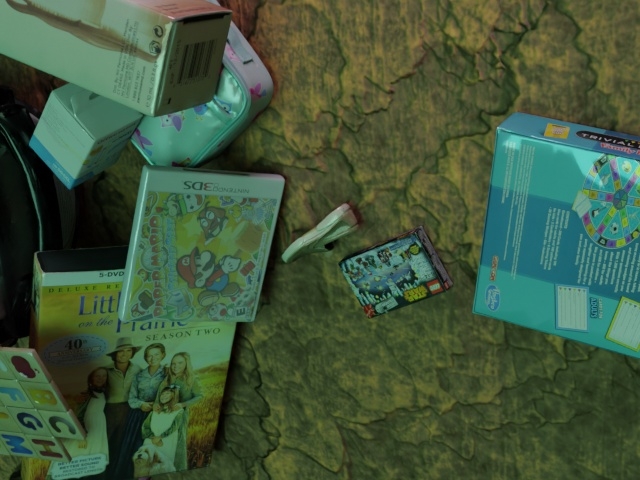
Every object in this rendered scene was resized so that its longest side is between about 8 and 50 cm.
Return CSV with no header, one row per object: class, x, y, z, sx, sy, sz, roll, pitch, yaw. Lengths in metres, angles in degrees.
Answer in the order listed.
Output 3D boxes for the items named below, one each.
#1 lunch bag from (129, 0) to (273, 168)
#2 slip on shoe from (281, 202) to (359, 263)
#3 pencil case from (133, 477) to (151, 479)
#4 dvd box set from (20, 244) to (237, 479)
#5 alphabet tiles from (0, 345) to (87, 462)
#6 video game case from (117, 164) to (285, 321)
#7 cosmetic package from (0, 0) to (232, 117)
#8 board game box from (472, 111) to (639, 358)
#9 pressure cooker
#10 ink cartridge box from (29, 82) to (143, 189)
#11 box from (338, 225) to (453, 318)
lunch bag,-0.210,-0.246,1.416,0.224,0.108,0.279,-38,91,36
slip on shoe,0.000,0.000,1.452,0.135,0.051,0.041,-38,88,28
pencil case,-0.390,0.366,1.818,0.209,0.095,0.098,44,91,7
dvd box set,-0.287,0.196,1.569,0.062,0.308,0.420,53,138,48
alphabet tiles,-0.504,0.211,1.474,0.343,0.011,0.285,0,128,27
video game case,-0.166,0.010,1.448,0.026,0.206,0.227,43,125,54
cosmetic package,-0.279,-0.271,1.291,0.296,0.153,0.129,23,114,16
board game box,0.365,0.007,1.229,0.336,0.079,0.253,15,119,22
pressure cooker,-0.565,-0.039,1.540,0.421,0.375,0.370,1,147,26
ink cartridge box,-0.316,-0.155,1.397,0.090,0.092,0.143,49,140,4
box,0.102,0.046,1.427,0.137,0.027,0.094,-24,100,35
